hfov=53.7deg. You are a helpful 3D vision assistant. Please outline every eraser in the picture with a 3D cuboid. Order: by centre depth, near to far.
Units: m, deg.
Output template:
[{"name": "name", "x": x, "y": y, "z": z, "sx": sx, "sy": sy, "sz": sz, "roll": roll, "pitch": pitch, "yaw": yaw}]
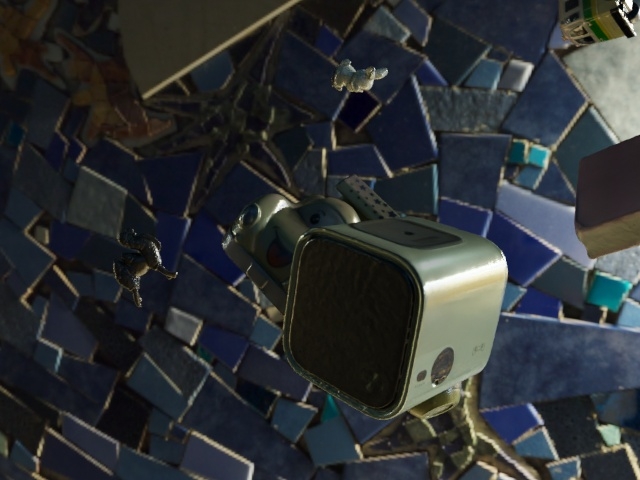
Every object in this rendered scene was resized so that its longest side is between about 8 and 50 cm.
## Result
[{"name": "eraser", "x": 0.861, "y": -0.138, "z": 1.768, "sx": 0.272, "sy": 0.122, "sz": 0.359, "roll": -22, "pitch": 29, "yaw": 41}]

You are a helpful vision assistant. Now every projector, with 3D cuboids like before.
[{"name": "projector", "x": 0.117, "y": 0.104, "z": 1.002, "sx": 0.248, "sy": 0.249, "sz": 0.249, "roll": 21, "pitch": 20, "yaw": 39}]

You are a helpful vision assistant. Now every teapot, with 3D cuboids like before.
[{"name": "teapot", "x": 0.207, "y": 0.283, "z": 1.258, "sx": 0.130, "sy": 0.119, "sz": 0.165, "roll": -31, "pitch": -28, "yaw": 15}]

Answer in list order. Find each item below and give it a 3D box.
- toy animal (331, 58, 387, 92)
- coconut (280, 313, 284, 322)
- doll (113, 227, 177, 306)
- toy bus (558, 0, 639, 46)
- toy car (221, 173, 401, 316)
[{"name": "toy animal", "x": 0.098, "y": -0.422, "z": 1.643, "sx": 0.124, "sy": 0.085, "sz": 0.071, "roll": 25, "pitch": 24, "yaw": 25}, {"name": "coconut", "x": 0.058, "y": 0.154, "z": 1.757, "sx": 0.346, "sy": 0.347, "sz": 0.360, "roll": 0, "pitch": -5, "yaw": -13}, {"name": "doll", "x": -0.424, "y": 0.055, "z": 1.478, "sx": 0.139, "sy": 0.165, "sz": 0.057, "roll": -36, "pitch": 18, "yaw": 1}, {"name": "toy bus", "x": 0.713, "y": -0.669, "z": 1.639, "sx": 0.179, "sy": 0.306, "sz": 0.143, "roll": -9, "pitch": -20, "yaw": 42}, {"name": "toy car", "x": 0.000, "y": 0.000, "z": 1.275, "sx": 0.242, "sy": 0.226, "sz": 0.336, "roll": 46, "pitch": 21, "yaw": 15}]
